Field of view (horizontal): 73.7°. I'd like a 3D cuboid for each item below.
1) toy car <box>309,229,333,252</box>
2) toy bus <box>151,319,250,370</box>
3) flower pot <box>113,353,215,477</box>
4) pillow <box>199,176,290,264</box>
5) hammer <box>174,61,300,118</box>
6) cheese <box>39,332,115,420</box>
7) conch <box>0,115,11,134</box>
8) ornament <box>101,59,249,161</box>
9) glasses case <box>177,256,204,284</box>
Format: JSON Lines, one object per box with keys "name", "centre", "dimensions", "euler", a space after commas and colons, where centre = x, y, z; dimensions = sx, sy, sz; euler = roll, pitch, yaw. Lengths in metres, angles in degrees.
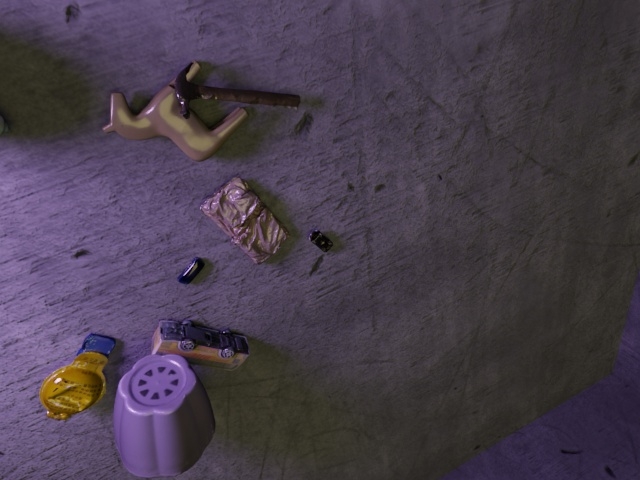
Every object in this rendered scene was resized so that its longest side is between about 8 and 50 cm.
{"name": "toy car", "centre": [0.000, 0.000, 1.247], "dimensions": [0.041, 0.025, 0.093], "euler": [-47, 129, 2]}
{"name": "toy bus", "centre": [-0.338, 0.302, 1.215], "dimensions": [0.268, 0.092, 0.106], "euler": [22, 114, -33]}
{"name": "flower pot", "centre": [-0.418, 0.439, 1.117], "dimensions": [0.265, 0.265, 0.243], "euler": [-11, 133, -20]}
{"name": "pillow", "centre": [-0.186, -0.043, 1.121], "dimensions": [0.135, 0.049, 0.248], "euler": [-42, 129, -5]}
{"name": "hammer", "centre": [-0.171, -0.317, 0.943], "dimensions": [0.297, 0.027, 0.125], "euler": [-5, 86, -34]}
{"name": "cheese", "centre": [-0.627, 0.359, 1.121], "dimensions": [0.156, 0.064, 0.250], "euler": [31, 91, -36]}
{"name": "conch", "centre": [-0.717, -0.247, 0.665], "dimensions": [0.249, 0.197, 0.368], "euler": [-14, 137, 28]}
{"name": "ornament", "centre": [-0.316, -0.267, 0.924], "dimensions": [0.245, 0.061, 0.230], "euler": [-46, 126, -2]}
{"name": "glasses case", "centre": [-0.341, 0.084, 1.130], "dimensions": [0.083, 0.023, 0.033], "euler": [-47, 123, 5]}
